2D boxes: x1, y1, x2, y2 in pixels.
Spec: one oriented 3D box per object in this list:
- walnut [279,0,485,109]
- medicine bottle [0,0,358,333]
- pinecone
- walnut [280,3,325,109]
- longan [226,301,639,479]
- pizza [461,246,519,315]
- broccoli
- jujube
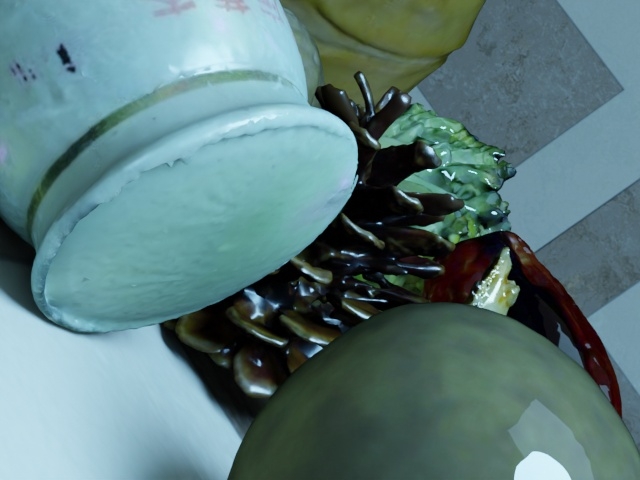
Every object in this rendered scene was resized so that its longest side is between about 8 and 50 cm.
[{"bbox_3d":[-0.033,-0.289,1.151,0.398,0.354,0.308,39,28,9],"label":"walnut"},{"bbox_3d":[-0.074,-0.053,0.571,0.143,0.147,0.147,59,8,24],"label":"medicine bottle"},{"bbox_3d":[-0.002,-0.007,0.719,0.163,0.165,0.163,27,6,-3],"label":"pinecone"},{"bbox_3d":[-0.066,-0.117,0.989,0.140,0.140,0.162,52,17,-21],"label":"walnut"},{"bbox_3d":[0.041,0.125,0.508,0.185,0.159,0.204,-81,175,-60],"label":"longan"},{"bbox_3d":[0.059,0.085,0.743,0.036,0.176,0.185,32,-4,-1],"label":"pizza"},{"bbox_3d":[0.036,-0.010,1.280,0.242,0.273,0.180,48,-43,40],"label":"broccoli"},{"bbox_3d":[0.146,0.103,1.111,0.168,0.168,0.236,43,33,-59],"label":"jujube"}]
